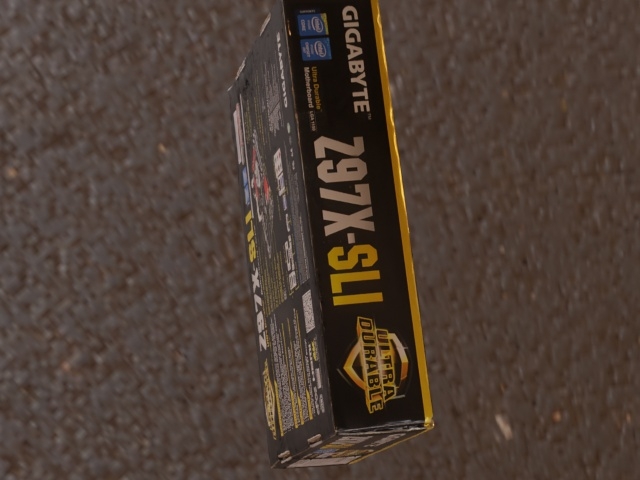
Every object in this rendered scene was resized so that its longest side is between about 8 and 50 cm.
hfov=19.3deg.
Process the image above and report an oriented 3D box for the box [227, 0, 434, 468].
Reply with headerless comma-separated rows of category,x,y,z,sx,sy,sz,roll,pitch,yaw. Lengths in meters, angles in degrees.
box,0.000,0.000,1.415,0.079,0.257,0.322,-5,79,-11
